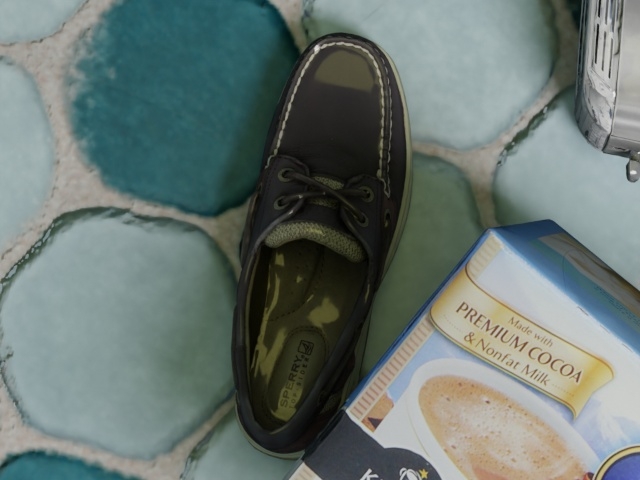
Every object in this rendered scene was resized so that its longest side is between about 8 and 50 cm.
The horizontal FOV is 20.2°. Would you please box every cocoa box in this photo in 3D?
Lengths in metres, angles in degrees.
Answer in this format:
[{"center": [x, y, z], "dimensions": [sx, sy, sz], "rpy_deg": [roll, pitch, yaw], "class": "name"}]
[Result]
[{"center": [0.177, 0.178, 1.033], "dimensions": [0.347, 0.231, 0.228], "rpy_deg": [40, 102, 10], "class": "cocoa box"}]

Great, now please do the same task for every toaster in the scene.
[{"center": [0.243, -0.147, 1.155], "dimensions": [0.146, 0.129, 0.227], "rpy_deg": [5, 85, 4], "class": "toaster"}]

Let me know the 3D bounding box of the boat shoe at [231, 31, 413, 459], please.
[{"center": [0.000, 0.000, 1.160], "dimensions": [0.102, 0.092, 0.285], "rpy_deg": [12, 84, 3], "class": "boat shoe"}]
